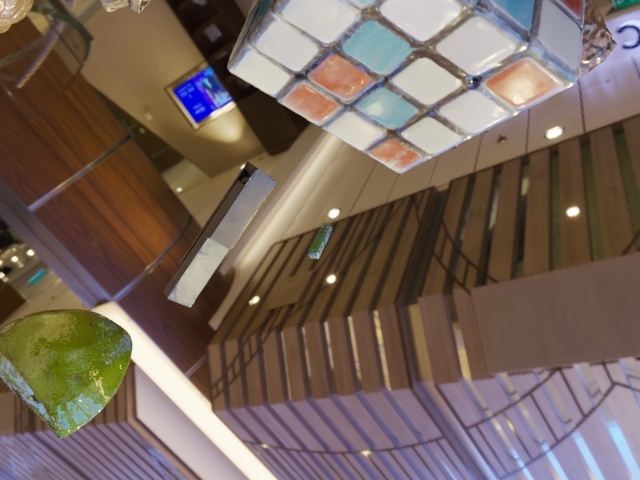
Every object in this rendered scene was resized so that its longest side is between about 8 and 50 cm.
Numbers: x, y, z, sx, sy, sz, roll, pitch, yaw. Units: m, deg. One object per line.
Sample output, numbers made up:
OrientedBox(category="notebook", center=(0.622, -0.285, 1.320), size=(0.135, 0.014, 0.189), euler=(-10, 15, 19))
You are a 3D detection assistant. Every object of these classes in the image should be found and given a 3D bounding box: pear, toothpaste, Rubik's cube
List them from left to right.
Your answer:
OrientedBox(category="pear", center=(-0.494, 0.207, 1.014), size=(0.287, 0.139, 0.239), euler=(23, -148, 30))
OrientedBox(category="toothpaste", center=(0.000, 0.000, 0.962), size=(0.020, 0.017, 0.083), euler=(5, -136, 22))
OrientedBox(category="Rubik's cube", center=(0.089, -0.264, 0.538), size=(0.259, 0.253, 0.257), euler=(-20, -131, 57))

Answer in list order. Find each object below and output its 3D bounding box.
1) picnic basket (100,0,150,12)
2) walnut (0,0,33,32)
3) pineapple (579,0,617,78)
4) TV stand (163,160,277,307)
OrientedBox(category="picnic basket", center=(-0.316, -0.569, 0.859), size=(0.175, 0.313, 0.228), euler=(-14, -144, 3))
OrientedBox(category="walnut", center=(-0.595, -0.455, 0.873), size=(0.213, 0.213, 0.213), euler=(-29, -157, 13))
OrientedBox(category="pineapple", center=(0.310, -0.316, 0.939), size=(0.361, 0.202, 0.202), euler=(-28, -157, 16))
OrientedBox(category="TV stand", center=(-0.167, -0.008, 0.849), size=(0.257, 0.049, 0.040), euler=(-56, -139, 4))
